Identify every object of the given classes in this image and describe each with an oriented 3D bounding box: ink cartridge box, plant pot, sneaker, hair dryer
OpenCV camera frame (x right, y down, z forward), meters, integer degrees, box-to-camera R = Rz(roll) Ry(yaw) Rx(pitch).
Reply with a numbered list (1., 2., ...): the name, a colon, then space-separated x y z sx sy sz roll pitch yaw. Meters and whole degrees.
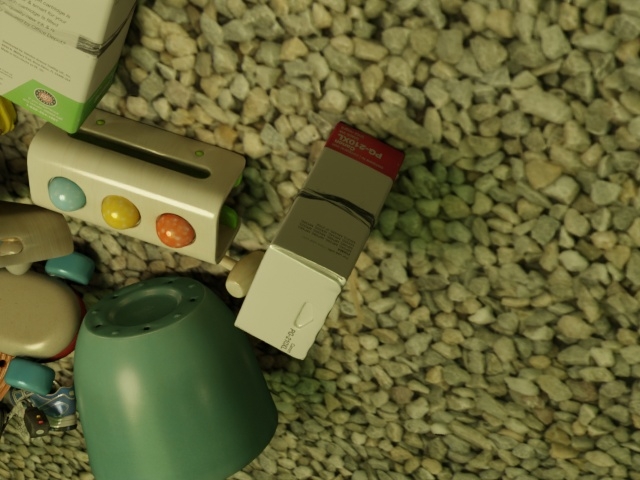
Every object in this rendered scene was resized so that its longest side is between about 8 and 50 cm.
1. ink cartridge box: 0.000 0.000 1.386 0.100 0.237 0.172 26 137 1
2. plant pot: -0.229 0.195 1.671 0.293 0.293 0.235 0 118 26
3. ink cartridge box: -0.331 -0.290 1.358 0.198 0.114 0.273 29 139 -3
4. sneaker: -0.517 0.280 2.054 0.211 0.080 0.081 12 97 29
5. hair dryer: -0.610 0.296 2.018 0.223 0.080 0.293 -49 58 20

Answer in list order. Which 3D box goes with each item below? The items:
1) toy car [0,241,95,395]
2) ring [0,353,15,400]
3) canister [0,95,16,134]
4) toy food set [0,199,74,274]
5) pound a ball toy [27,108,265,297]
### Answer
1. toy car: -0.448 0.136 1.814 0.210 0.219 0.238 13 165 14
2. ring: -0.658 0.169 1.860 0.336 0.336 0.032 52 167 -25
3. canister: -0.498 -0.156 1.531 0.073 0.170 0.126 2 132 24
4. toy food set: -0.520 0.006 1.607 0.306 0.220 0.092 6 104 48
5. pound a ball toy: -0.229 -0.033 1.545 0.319 0.135 0.208 19 137 10
